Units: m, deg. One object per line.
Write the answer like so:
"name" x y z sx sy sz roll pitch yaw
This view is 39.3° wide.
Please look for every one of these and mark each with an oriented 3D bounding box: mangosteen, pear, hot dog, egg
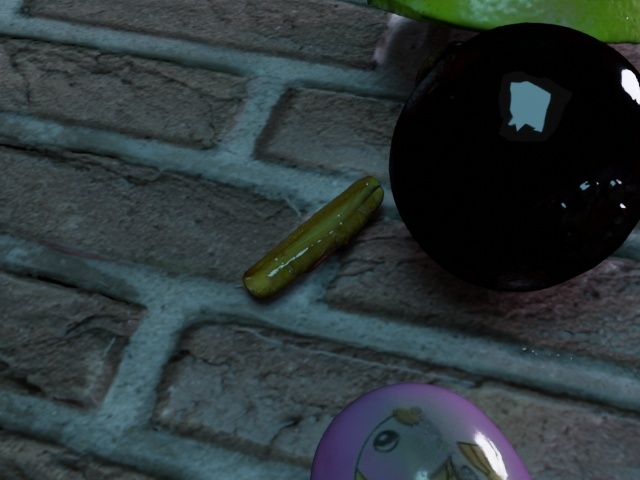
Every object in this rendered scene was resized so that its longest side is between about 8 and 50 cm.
"mangosteen" 0.209 -0.105 0.974 0.297 0.297 0.313 -21 65 -11
"pear" 0.266 -0.362 1.146 0.399 0.165 0.399 7 20 -3
"hot dog" 0.000 0.000 1.069 0.216 0.047 0.066 -41 23 -25
"egg" 0.102 0.251 0.777 0.196 0.196 0.271 -30 63 -17
